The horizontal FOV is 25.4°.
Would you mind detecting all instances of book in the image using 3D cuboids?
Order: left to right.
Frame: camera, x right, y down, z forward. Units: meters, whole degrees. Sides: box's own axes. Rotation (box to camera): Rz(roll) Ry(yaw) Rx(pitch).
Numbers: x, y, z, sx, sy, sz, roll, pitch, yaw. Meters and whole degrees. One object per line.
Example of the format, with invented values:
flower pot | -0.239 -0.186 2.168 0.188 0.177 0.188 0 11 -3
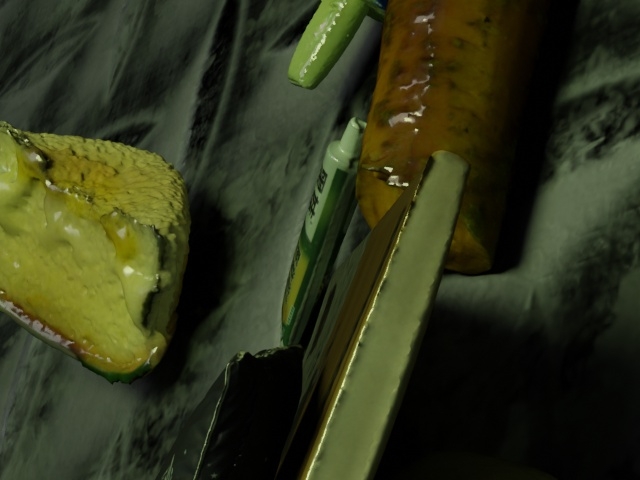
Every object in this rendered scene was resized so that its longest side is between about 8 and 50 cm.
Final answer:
book | -0.007 0.113 0.780 0.389 0.032 0.268 122 169 -78

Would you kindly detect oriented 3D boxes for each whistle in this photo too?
whistle | 0.042 -0.216 1.091 0.227 0.085 0.105 -61 28 1

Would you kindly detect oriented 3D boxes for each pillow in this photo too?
pillow | -0.059 0.145 0.649 0.141 0.055 0.208 9 -78 -83

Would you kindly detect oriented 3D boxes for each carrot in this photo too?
carrot | 0.091 -0.132 0.915 0.114 0.114 0.301 -17 53 53

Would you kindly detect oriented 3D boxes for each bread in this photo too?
bread | -0.183 0.001 1.227 0.252 0.133 0.174 26 120 34

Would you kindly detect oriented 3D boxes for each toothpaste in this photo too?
toothpaste | 0.000 0.000 0.979 0.049 0.032 0.204 -91 16 -51

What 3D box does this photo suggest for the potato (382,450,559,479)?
potato | 0.062 0.197 0.646 0.178 0.160 0.235 -17 37 22
